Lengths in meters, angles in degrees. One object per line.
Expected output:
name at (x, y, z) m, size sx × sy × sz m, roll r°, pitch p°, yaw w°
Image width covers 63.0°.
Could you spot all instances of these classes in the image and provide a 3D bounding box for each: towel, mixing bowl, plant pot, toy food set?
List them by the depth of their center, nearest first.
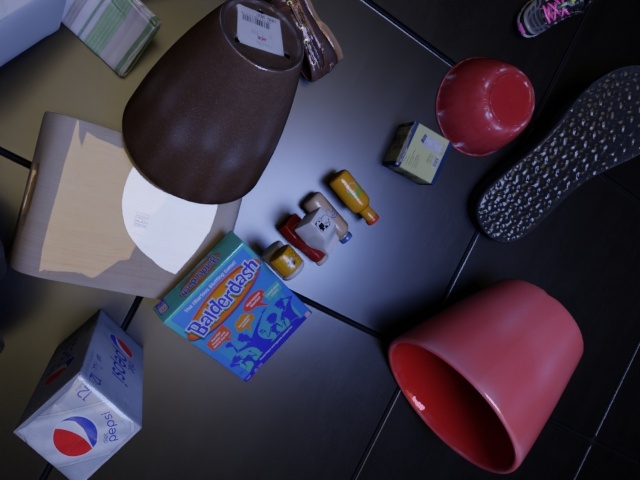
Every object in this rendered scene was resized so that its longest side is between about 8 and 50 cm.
plant pot at (-0.124, -0.194, 0.683) m, size 0.215 × 0.230 × 0.215 m, roll 15°, pitch 59°, yaw -27°
towel at (-0.310, -0.318, 0.728) m, size 0.152 × 0.023 × 0.113 m, roll 42°, pitch 121°, yaw -17°
toy food set at (-0.272, -0.036, 0.781) m, size 0.306 × 0.092 × 0.220 m, roll 15°, pitch 92°, yaw -27°
toy food set at (0.000, 0.000, 0.838) m, size 0.104 × 0.111 × 0.232 m, roll 48°, pitch 46°, yaw -17°
plant pot at (0.297, 0.211, 0.903) m, size 0.243 × 0.275 × 0.275 m, roll -33°, pitch 105°, yaw -23°
mixing bowl at (0.310, -0.242, 0.929) m, size 0.181 × 0.098 × 0.182 m, roll -2°, pitch 98°, yaw -18°

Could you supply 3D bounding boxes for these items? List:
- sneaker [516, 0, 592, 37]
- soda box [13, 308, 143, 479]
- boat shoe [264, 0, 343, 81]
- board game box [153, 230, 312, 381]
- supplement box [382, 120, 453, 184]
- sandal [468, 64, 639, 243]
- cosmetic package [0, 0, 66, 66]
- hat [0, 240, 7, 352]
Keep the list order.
sneaker at (0.440, -0.432, 0.960) m, size 0.170 × 0.075 × 0.063 m, roll -30°, pitch 104°, yaw -12°
soda box at (-0.298, 0.185, 0.683) m, size 0.091 × 0.286 × 0.098 m, roll -43°, pitch 108°, yaw -9°
boat shoe at (-0.047, -0.348, 0.814) m, size 0.073 × 0.073 × 0.207 m, roll -41°, pitch 106°, yaw -11°
board game box at (-0.126, 0.109, 0.812) m, size 0.160 × 0.047 × 0.210 m, roll -46°, pitch 133°, yaw -7°
supplement box at (0.169, -0.151, 0.915) m, size 0.083 × 0.056 × 0.083 m, roll 25°, pitch 88°, yaw -19°
sandal at (0.460, -0.176, 0.995) m, size 0.445 × 0.107 × 0.168 m, roll -37°, pitch 107°, yaw 2°
cosmetic package at (-0.470, -0.314, 0.614) m, size 0.224 × 0.138 × 0.225 m, roll 46°, pitch 59°, yaw -17°
hat at (-0.506, 0.003, 0.658) m, size 0.331 × 0.331 × 0.134 m, roll 44°, pitch 44°, yaw -17°
